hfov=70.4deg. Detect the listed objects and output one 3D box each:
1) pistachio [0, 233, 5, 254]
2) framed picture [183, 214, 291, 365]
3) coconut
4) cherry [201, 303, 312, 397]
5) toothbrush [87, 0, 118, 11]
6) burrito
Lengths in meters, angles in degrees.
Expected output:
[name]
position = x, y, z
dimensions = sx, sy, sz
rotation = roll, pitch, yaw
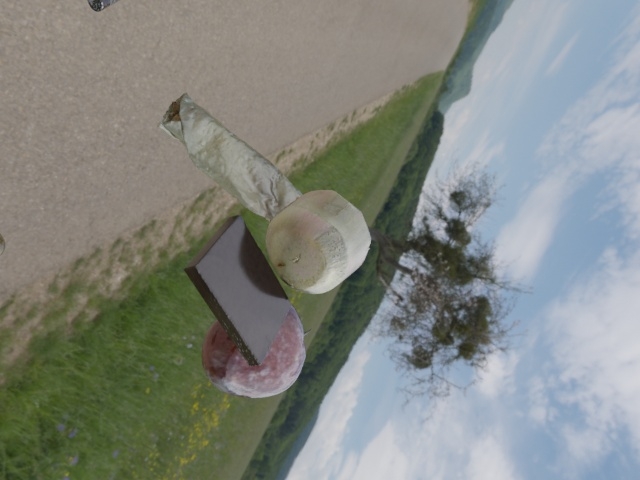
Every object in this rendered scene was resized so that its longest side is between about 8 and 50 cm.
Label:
[pistachio]
position = -0.774, 0.017, 0.979
dimensions = 0.108, 0.186, 0.126
rotation = 62, 14, -47
[framed picture]
position = -0.105, 0.067, 0.626
dimensions = 0.023, 0.168, 0.127
rotation = -14, -153, 27
[coconut]
position = 0.000, 0.000, 0.776
dimensions = 0.183, 0.171, 0.170
rotation = -36, 156, -56
[cherry]
position = -0.140, 0.245, 1.055
dimensions = 0.286, 0.235, 0.213
rotation = -12, 179, -37
[toothbrush]
position = -0.488, -0.639, 1.139
dimensions = 0.363, 0.041, 0.040
rotation = -85, -165, -50
[burrito]
position = -0.170, -0.149, 0.973
dimensions = 0.117, 0.392, 0.076
rotation = -53, -166, -17
